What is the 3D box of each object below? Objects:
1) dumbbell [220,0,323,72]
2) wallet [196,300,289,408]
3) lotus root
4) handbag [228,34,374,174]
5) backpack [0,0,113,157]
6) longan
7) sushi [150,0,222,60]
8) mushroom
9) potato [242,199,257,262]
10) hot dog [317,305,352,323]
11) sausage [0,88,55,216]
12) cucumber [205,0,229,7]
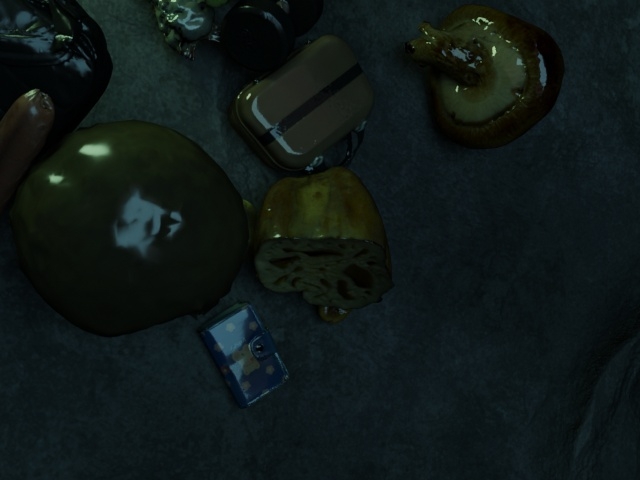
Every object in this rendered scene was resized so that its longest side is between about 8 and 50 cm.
[{"bbox_3d":[-0.100,-0.466,1.758,0.152,0.152,0.218,46,44,-16],"label":"dumbbell"},{"bbox_3d":[-0.164,0.243,1.818,0.141,0.059,0.202,-31,101,-22],"label":"wallet"},{"bbox_3d":[0.000,0.000,1.790,0.316,0.316,0.250,16,47,-22],"label":"lotus root"},{"bbox_3d":[-0.019,-0.272,1.839,0.302,0.149,0.283,-40,106,-20],"label":"handbag"},{"bbox_3d":[-0.613,-0.360,1.500,0.445,0.255,0.363,44,112,-12],"label":"backpack"},{"bbox_3d":[-0.331,-0.010,1.527,0.404,0.404,0.436,-59,153,-13],"label":"longan"},{"bbox_3d":[-0.313,-0.535,1.722,0.124,0.130,0.332,-30,104,-15],"label":"sushi"},{"bbox_3d":[0.367,-0.374,1.928,0.259,0.345,0.345,-9,93,-48],"label":"mushroom"},{"bbox_3d":[-0.178,-0.020,1.807,0.091,0.070,0.138,0,88,-21],"label":"potato"},{"bbox_3d":[0.042,0.121,1.910,0.089,0.060,0.140,22,88,-25],"label":"hot dog"},{"bbox_3d":[-0.587,-0.098,1.498,0.088,0.088,0.433,29,122,-20],"label":"sausage"},{"bbox_3d":[-0.210,-0.576,1.733,0.067,0.067,0.293,22,38,-21],"label":"cucumber"}]
